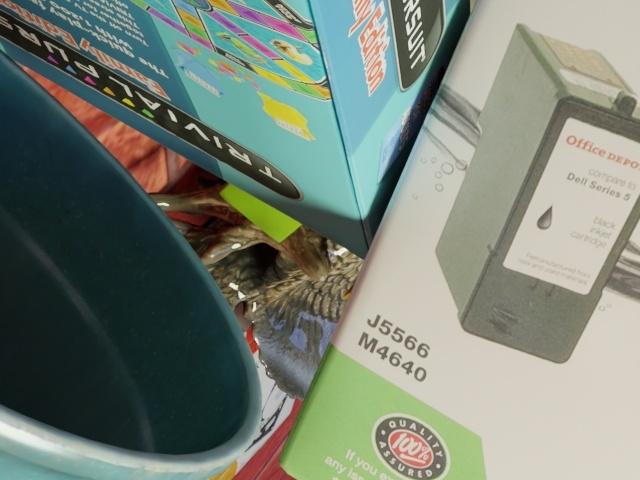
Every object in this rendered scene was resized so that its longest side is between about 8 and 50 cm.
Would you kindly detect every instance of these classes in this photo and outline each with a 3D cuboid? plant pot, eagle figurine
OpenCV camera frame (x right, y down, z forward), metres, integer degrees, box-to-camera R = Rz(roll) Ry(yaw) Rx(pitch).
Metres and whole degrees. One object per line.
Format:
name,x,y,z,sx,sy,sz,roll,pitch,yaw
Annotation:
plant pot,-0.202,0.056,0.455,0.255,0.271,0.272,-47,167,12
eagle figurine,0.011,0.002,1.047,0.226,0.225,0.298,-67,160,-4

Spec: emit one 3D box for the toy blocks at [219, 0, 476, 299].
toy blocks,0.078,-0.121,0.877,0.191,0.381,0.261,-37,-163,53

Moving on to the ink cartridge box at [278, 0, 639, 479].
ink cartridge box,0.131,0.005,0.522,0.115,0.198,0.273,-33,149,-58

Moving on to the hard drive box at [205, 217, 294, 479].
hard drive box,-0.082,0.095,1.193,0.181,0.089,0.232,-45,159,-45

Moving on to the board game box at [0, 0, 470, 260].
board game box,-0.081,-0.133,0.455,0.079,0.254,0.336,-57,165,-12
